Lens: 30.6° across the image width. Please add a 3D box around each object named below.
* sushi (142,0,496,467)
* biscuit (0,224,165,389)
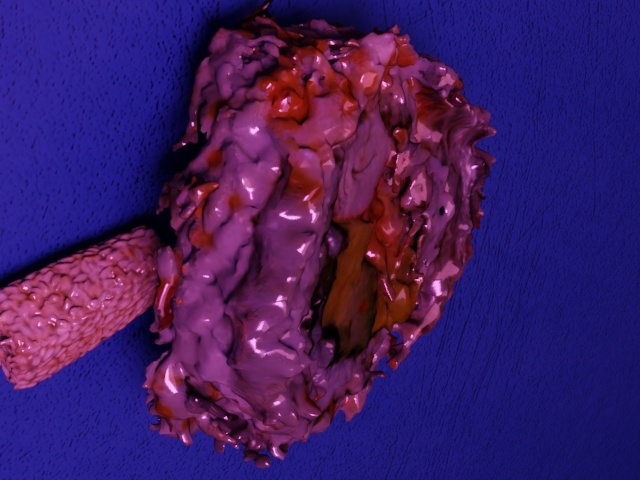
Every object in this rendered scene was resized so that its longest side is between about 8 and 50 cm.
[{"bbox_3d":[-0.002,0.003,0.994,0.417,0.176,0.417,-46,147,-43],"label":"sushi"},{"bbox_3d":[-0.196,0.050,0.948,0.168,0.070,0.082,-32,167,-31],"label":"biscuit"}]
